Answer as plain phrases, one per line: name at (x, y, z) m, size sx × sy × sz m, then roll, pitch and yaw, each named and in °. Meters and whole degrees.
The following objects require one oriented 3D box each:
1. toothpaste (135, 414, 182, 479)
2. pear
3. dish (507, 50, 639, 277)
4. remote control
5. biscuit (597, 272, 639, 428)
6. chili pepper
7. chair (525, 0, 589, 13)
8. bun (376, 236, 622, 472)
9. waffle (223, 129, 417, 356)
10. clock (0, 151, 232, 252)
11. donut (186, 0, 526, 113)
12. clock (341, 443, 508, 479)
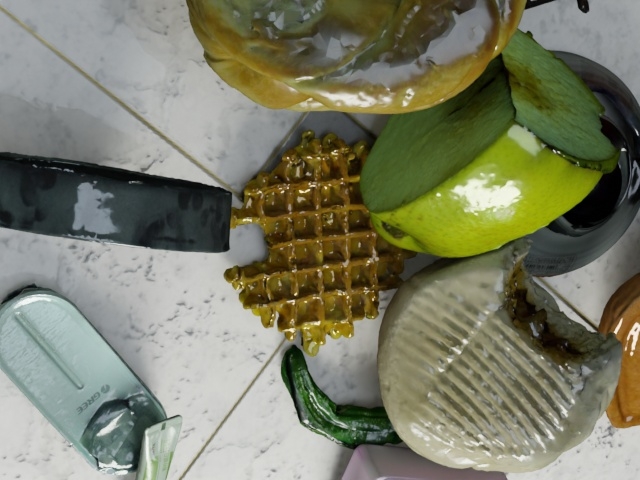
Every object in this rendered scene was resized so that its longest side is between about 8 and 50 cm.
toothpaste at (-0.188, 0.267, 1.578) m, size 0.048 × 0.029 × 0.197 m, roll -15°, pitch 137°, yaw -37°
pear at (0.165, -0.078, 1.524) m, size 0.159 × 0.292 × 0.292 m, roll 39°, pitch 86°, yaw -24°
dish at (0.293, -0.079, 1.677) m, size 0.273 × 0.134 × 0.273 m, roll -6°, pitch 104°, yaw -23°
remote control at (-0.259, 0.152, 1.545) m, size 0.104 × 0.052 × 0.247 m, roll -40°, pitch 115°, yaw -8°
biscuit at (0.539, 0.089, 1.769) m, size 0.455 × 0.078 × 0.350 m, roll -36°, pitch 127°, yaw 13°
chili pepper at (0.018, 0.196, 1.674) m, size 0.182 × 0.050 × 0.073 m, roll 34°, pitch 96°, yaw -23°
chair at (0.234, -0.358, 1.602) m, size 0.106 × 0.113 × 0.229 m, roll 42°, pitch 43°, yaw -50°
bun at (0.198, 0.135, 1.648) m, size 0.282 × 0.205 × 0.281 m, roll 2°, pitch 99°, yaw 13°
waffle at (0.000, 0.000, 1.618) m, size 0.231 × 0.051 × 0.228 m, roll -48°, pitch 115°, yaw -7°
clock at (-0.233, -0.041, 1.370) m, size 0.313 × 0.312 × 0.061 m, roll 8°, pitch 94°, yaw -24°
donut at (0.034, -0.281, 1.378) m, size 0.360 × 0.170 × 0.360 m, roll -1°, pitch 96°, yaw -6°
clock at (0.114, 0.325, 1.712) m, size 0.197 × 0.063 × 0.150 m, roll 10°, pitch 118°, yaw -26°
